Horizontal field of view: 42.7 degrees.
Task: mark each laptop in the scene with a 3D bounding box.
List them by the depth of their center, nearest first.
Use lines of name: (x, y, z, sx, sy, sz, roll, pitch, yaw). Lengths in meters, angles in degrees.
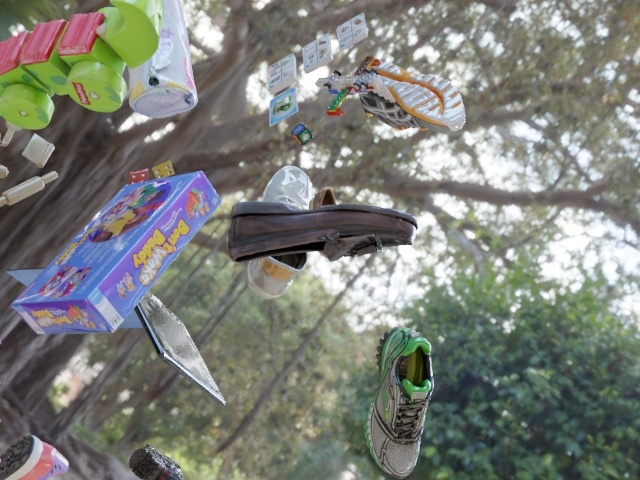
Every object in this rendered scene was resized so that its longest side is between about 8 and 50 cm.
laptop: (-0.461, 0.228, 1.889, 0.408, 0.236, 0.382, 55, -3, 30)

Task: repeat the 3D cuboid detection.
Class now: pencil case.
pencil case: (-0.288, -0.350, 1.421, 0.113, 0.273, 0.124, -14, -18, 15)

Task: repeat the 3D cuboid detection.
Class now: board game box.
board game box: (-0.367, 0.020, 1.495, 0.233, 0.347, 0.078, -6, -53, 40)

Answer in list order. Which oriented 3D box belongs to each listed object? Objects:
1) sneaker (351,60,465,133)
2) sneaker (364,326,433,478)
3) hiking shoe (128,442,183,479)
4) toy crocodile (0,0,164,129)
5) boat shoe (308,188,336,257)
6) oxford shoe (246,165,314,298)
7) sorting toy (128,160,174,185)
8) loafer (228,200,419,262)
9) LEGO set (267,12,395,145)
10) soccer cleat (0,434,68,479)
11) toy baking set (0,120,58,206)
sneaker: (0.133, -0.199, 1.214, 0.215, 0.084, 0.083, 38, -32, 44)
sneaker: (0.185, 0.374, 1.879, 0.134, 0.343, 0.146, 2, -1, -16)
hiking shoe: (-0.346, 0.568, 1.931, 0.227, 0.086, 0.114, 51, 10, 3)
toy crocodile: (-0.318, -0.217, 0.987, 0.340, 0.115, 0.105, -7, -33, 33)
boat shoe: (0.013, -0.041, 1.834, 0.064, 0.178, 0.060, 13, -42, -27)
oxford shoe: (-0.083, -0.043, 2.172, 0.169, 0.449, 0.130, 27, -45, -14)
sorting toy: (-0.423, -0.083, 2.050, 0.046, 0.132, 0.274, 58, -35, 30)
loafer: (0.000, 0.000, 1.276, 0.302, 0.095, 0.109, 3, -20, 16)
LEGO set: (0.008, -0.230, 1.231, 0.060, 0.182, 0.244, 51, 21, -35)
soccer cleat: (-0.683, 0.534, 1.753, 0.116, 0.318, 0.108, 42, 19, -36)
toy baking set: (-0.664, -0.158, 1.658, 0.197, 0.256, 0.030, 52, -39, -5)
